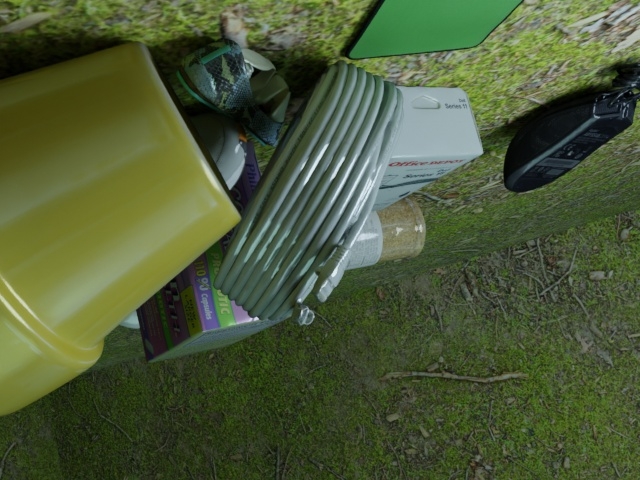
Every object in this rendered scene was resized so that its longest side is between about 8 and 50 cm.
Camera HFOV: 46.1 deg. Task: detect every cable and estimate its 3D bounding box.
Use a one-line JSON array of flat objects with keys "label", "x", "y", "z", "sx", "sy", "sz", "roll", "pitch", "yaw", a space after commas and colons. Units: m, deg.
[{"label": "cable", "x": -0.015, "y": -0.045, "z": 0.716, "sx": 0.089, "sy": 0.257, "sz": 0.257, "roll": 28, "pitch": 166, "yaw": -9}]

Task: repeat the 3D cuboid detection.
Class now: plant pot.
[{"label": "plant pot", "x": -0.204, "y": -0.029, "z": 0.593, "sx": 0.239, "sy": 0.254, "sz": 0.254, "roll": -29, "pitch": 169, "yaw": -2}]

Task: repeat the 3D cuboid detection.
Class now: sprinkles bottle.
[{"label": "sprinkles bottle", "x": 0.000, "y": 0.000, "z": 1.268, "sx": 0.356, "sy": 0.121, "sz": 0.121, "roll": -10, "pitch": 168, "yaw": -23}]

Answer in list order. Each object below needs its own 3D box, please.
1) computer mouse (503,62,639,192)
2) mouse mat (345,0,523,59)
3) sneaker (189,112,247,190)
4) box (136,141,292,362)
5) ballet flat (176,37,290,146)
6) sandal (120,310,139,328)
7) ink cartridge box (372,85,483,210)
[{"label": "computer mouse", "x": 0.362, "y": -0.164, "z": 1.053, "sx": 0.189, "sy": 0.072, "sz": 0.272, "roll": 1, "pitch": 150, "yaw": -47}, {"label": "mouse mat", "x": 0.116, "y": -0.208, "z": 0.654, "sx": 0.153, "sy": 0.007, "sz": 0.190, "roll": -10, "pitch": 168, "yaw": -19}, {"label": "sneaker", "x": -0.202, "y": -0.067, "z": 0.747, "sx": 0.263, "sy": 0.099, "sz": 0.121, "roll": -18, "pitch": 164, "yaw": 15}, {"label": "box", "x": -0.154, "y": 0.024, "z": 0.940, "sx": 0.117, "sy": 0.213, "sz": 0.243, "roll": -8, "pitch": 168, "yaw": -30}, {"label": "ballet flat", "x": -0.061, "y": -0.132, "z": 0.683, "sx": 0.070, "sy": 0.070, "sz": 0.188, "roll": -16, "pitch": 173, "yaw": 13}, {"label": "sandal", "x": -0.188, "y": 0.061, "z": 1.296, "sx": 0.416, "sy": 0.169, "sz": 0.102, "roll": -14, "pitch": 138, "yaw": -52}, {"label": "ink cartridge box", "x": 0.069, "y": -0.103, "z": 0.916, "sx": 0.153, "sy": 0.086, "sz": 0.208, "roll": -7, "pitch": 167, "yaw": -34}]
